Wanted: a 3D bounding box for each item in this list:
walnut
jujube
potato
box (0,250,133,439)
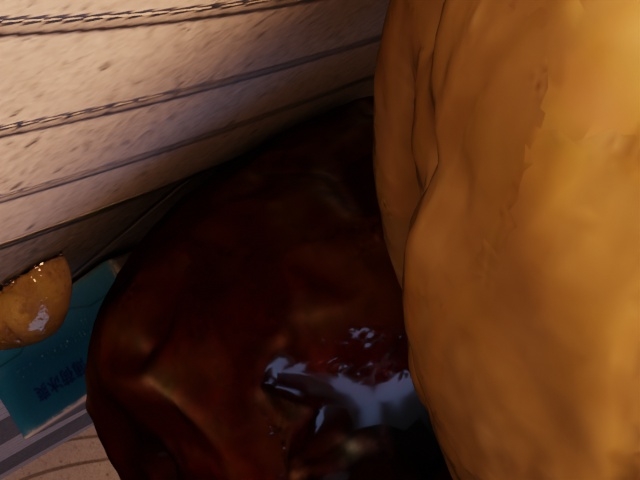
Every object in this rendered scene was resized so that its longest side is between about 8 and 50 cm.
[{"bbox_3d":[0.189,-0.013,0.476,0.384,0.383,0.383,-32,176,-2],"label":"walnut"},{"bbox_3d":[0.048,0.053,0.759,0.377,0.276,0.276,-31,176,-39],"label":"jujube"},{"bbox_3d":[-0.173,0.047,0.692,0.093,0.036,0.037,-34,179,35],"label":"potato"},{"bbox_3d":[-0.131,0.057,0.893,0.139,0.073,0.194,-34,176,24],"label":"box"}]
